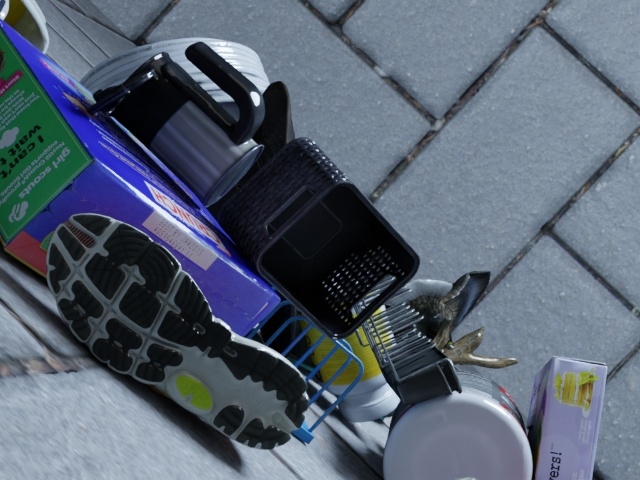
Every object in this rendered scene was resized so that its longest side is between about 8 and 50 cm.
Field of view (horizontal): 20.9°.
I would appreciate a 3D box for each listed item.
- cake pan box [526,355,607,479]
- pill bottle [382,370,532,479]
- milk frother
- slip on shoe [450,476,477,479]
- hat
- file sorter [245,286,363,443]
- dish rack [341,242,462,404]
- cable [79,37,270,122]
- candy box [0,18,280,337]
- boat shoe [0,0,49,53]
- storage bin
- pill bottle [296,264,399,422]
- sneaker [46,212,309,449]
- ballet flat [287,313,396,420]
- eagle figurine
[{"bbox_3d":[0.267,0.265,1.972,0.070,0.246,0.267,11,-7,4],"label":"cake pan box"},{"bbox_3d":[0.156,0.234,1.976,0.161,0.161,0.283,43,6,1],"label":"pill bottle"},{"bbox_3d":[-0.138,-0.103,1.624,0.135,0.129,0.143,43,48,6],"label":"milk frother"},{"bbox_3d":[0.106,0.285,1.595,0.331,0.123,0.101,-132,-153,-88],"label":"slip on shoe"},{"bbox_3d":[-0.106,-0.023,2.027,0.134,0.331,0.331,-2,16,-10],"label":"hat"},{"bbox_3d":[-0.042,0.109,1.823,0.118,0.104,0.170,41,5,-27],"label":"file sorter"},{"bbox_3d":[0.057,0.045,1.876,0.208,0.074,0.271,-149,-145,-84],"label":"dish rack"},{"bbox_3d":[-0.185,-0.161,2.171,0.257,0.257,0.089,58,14,-70],"label":"cable"},{"bbox_3d":[-0.217,-0.044,1.651,0.268,0.122,0.317,40,5,-40],"label":"candy box"},{"bbox_3d":[-0.442,-0.314,2.204,0.156,0.136,0.367,48,-3,23],"label":"boat shoe"},{"bbox_3d":[0.000,0.000,1.682,0.084,0.122,0.180,48,1,41],"label":"storage bin"},{"bbox_3d":[0.035,0.118,2.045,0.103,0.103,0.184,-124,-164,-68],"label":"pill bottle"},{"bbox_3d":[-0.137,0.085,1.490,0.279,0.107,0.118,44,-14,-20],"label":"sneaker"},{"bbox_3d":[0.041,0.147,2.189,0.095,0.096,0.280,46,6,39],"label":"ballet flat"},{"bbox_3d":[0.173,0.135,2.864,0.226,0.225,0.298,31,19,-17],"label":"eagle figurine"}]
